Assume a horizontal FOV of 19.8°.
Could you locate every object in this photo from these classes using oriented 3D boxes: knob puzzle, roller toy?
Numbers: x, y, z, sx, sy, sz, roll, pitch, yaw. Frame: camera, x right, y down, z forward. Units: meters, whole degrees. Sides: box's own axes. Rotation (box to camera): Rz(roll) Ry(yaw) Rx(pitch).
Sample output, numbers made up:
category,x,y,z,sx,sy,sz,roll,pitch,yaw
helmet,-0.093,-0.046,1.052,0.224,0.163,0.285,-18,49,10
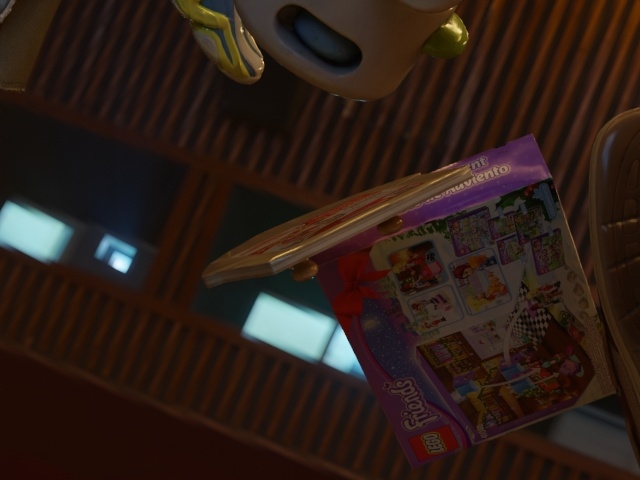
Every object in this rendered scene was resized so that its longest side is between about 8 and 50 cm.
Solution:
category,x,y,z,sx,sy,sz,roll,pitch,yaw
knob puzzle,0.000,0.000,1.337,0.213,0.213,0.030,-13,-78,56
roller toy,0.019,-0.233,1.742,0.191,0.146,0.209,7,40,-45

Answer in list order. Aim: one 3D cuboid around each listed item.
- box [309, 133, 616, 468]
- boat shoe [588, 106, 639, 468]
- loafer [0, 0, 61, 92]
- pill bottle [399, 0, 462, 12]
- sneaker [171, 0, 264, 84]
category,x,y,z,sx,sy,sz,roll,pitch,yaw
box,0.123,0.059,1.528,0.201,0.057,0.293,-21,-44,4
boat shoe,0.261,0.061,1.424,0.123,0.123,0.342,18,-51,68
loafer,-0.201,-0.126,1.080,0.087,0.251,0.094,48,-10,-13
pill bottle,0.145,-0.294,1.623,0.118,0.208,0.117,30,-41,30
sneaker,-0.099,-0.276,1.985,0.240,0.126,0.091,51,10,-40
